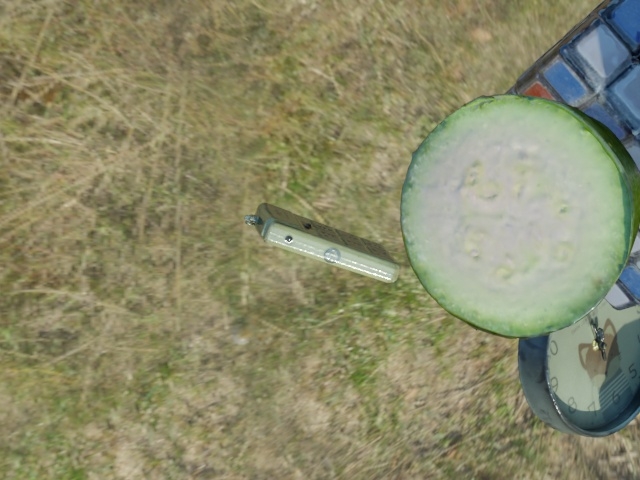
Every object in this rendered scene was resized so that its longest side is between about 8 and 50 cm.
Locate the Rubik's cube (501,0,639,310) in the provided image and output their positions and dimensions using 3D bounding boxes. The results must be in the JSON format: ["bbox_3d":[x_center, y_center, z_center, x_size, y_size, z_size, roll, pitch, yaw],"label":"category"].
[{"bbox_3d":[0.380,-0.135,1.192,0.287,0.292,0.293,-41,90,-18],"label":"Rubik's cube"}]

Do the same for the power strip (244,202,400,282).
[{"bbox_3d":[0.000,0.000,1.142,0.168,0.076,0.028,19,103,-17],"label":"power strip"}]

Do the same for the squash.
[{"bbox_3d":[0.154,-0.026,0.791,0.170,0.123,0.170,10,108,32],"label":"squash"}]

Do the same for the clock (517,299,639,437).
[{"bbox_3d":[0.472,0.179,1.896,0.067,0.325,0.325,8,91,53],"label":"clock"}]
